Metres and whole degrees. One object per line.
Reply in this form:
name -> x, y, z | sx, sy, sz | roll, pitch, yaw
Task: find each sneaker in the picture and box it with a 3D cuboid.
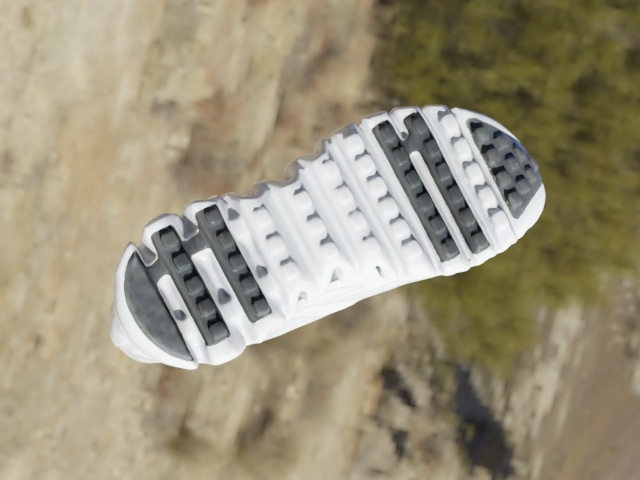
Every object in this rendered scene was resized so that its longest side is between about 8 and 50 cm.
sneaker -> 0.000, 0.000, 1.095 | 0.110, 0.292, 0.118 | 67, -23, 8
